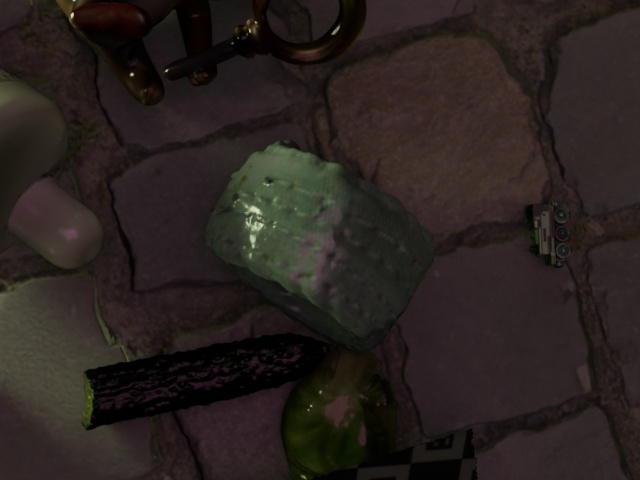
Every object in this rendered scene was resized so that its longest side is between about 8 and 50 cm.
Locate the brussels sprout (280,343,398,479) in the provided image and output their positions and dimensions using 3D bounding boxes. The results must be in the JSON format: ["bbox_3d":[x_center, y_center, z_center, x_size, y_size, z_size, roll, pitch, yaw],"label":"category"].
[{"bbox_3d":[0.022,0.214,1.591,0.139,0.100,0.181,11,100,6],"label":"brussels sprout"}]

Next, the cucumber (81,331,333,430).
[{"bbox_3d":[-0.130,0.157,1.570,0.300,0.072,0.072,-10,87,-10],"label":"cucumber"}]

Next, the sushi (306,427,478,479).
[{"bbox_3d":[0.024,0.372,1.565,0.339,0.069,0.320,-17,118,-12],"label":"sushi"}]

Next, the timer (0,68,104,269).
[{"bbox_3d":[-0.359,-0.062,1.462,0.240,0.233,0.233,35,78,16],"label":"timer"}]

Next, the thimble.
[{"bbox_3d":[0.000,0.000,1.546,0.250,0.205,0.172,34,79,-8],"label":"thimble"}]

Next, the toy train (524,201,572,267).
[{"bbox_3d":[0.284,-0.007,1.693,0.053,0.033,0.083,-1,85,-6],"label":"toy train"}]

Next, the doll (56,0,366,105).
[{"bbox_3d":[-0.141,-0.309,1.525,0.339,0.209,0.318,-28,105,-8],"label":"doll"}]
